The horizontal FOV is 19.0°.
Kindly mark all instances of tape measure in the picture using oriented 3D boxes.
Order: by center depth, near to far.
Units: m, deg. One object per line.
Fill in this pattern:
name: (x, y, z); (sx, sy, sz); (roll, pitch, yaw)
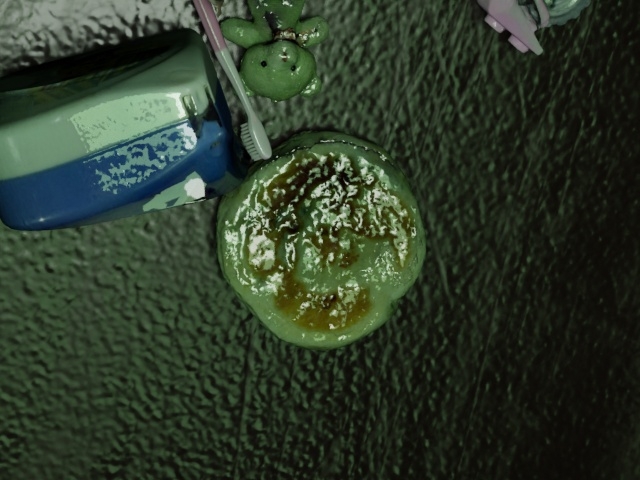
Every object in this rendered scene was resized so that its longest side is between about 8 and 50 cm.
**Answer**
tape measure: (-0.209, -0.110, 1.876); (0.262, 0.259, 0.138); (-13, 102, 0)

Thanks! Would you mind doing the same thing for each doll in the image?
doll: (-0.047, -0.218, 1.981); (0.115, 0.077, 0.150); (-3, 94, -3)

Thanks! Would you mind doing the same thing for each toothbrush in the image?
toothbrush: (-0.111, -0.216, 1.968); (0.020, 0.025, 0.286); (-24, 95, -45)

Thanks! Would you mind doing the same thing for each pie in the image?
pie: (0.000, 0.000, 2.041); (0.240, 0.054, 0.241); (-2, 100, -13)

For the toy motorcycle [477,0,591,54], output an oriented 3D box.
toy motorcycle: (0.137, -0.304, 1.972); (0.327, 0.143, 0.188); (37, 101, -31)

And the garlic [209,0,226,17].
garlic: (-0.056, -0.303, 1.895); (0.256, 0.207, 0.207); (36, 92, -4)
